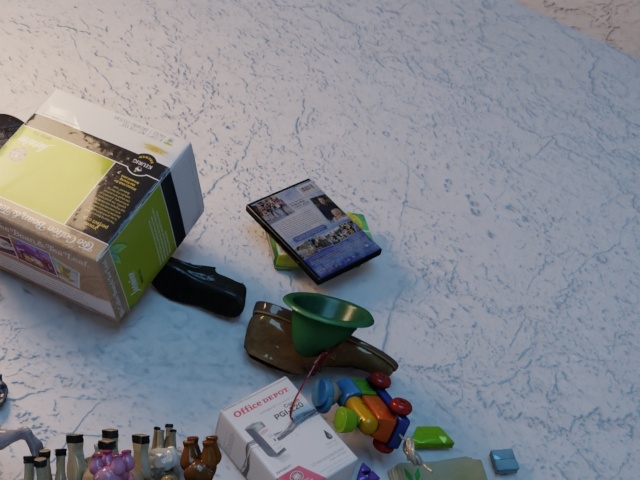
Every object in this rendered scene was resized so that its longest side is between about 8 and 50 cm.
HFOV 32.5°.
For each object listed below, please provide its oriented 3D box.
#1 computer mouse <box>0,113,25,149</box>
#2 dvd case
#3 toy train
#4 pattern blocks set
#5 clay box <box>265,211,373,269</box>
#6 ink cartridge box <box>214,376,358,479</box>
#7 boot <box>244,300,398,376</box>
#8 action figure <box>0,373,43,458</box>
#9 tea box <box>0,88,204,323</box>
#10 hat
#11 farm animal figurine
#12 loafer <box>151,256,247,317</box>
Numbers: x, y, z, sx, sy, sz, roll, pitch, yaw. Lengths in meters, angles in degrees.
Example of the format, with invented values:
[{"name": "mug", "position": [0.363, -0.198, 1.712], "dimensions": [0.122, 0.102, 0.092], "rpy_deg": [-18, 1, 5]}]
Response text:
[{"name": "computer mouse", "position": [-0.661, -0.148, 2.341], "dimensions": [0.188, 0.072, 0.272], "rpy_deg": [-9, 61, -26]}, {"name": "dvd case", "position": [-0.016, -0.023, 2.344], "dimensions": [0.180, 0.022, 0.253], "rpy_deg": [-25, 58, -33]}, {"name": "toy train", "position": [0.090, 0.330, 1.972], "dimensions": [0.143, 0.105, 0.248], "rpy_deg": [11, 21, -30]}, {"name": "pattern blocks set", "position": [0.223, 0.462, 1.997], "dimensions": [0.325, 0.026, 0.285], "rpy_deg": [6, 45, -9]}, {"name": "clay box", "position": [0.000, 0.000, 2.380], "dimensions": [0.222, 0.053, 0.127], "rpy_deg": [0, 46, -17]}, {"name": "ink cartridge box", "position": [-0.063, 0.370, 1.965], "dimensions": [0.158, 0.092, 0.218], "rpy_deg": [-24, 55, -34]}, {"name": "boot", "position": [-0.002, 0.225, 2.144], "dimensions": [0.305, 0.112, 0.115], "rpy_deg": [19, 69, 3]}, {"name": "action figure", "position": [-0.622, 0.292, 1.813], "dimensions": [0.330, 0.178, 0.341], "rpy_deg": [16, 37, 24]}, {"name": "tea box", "position": [-0.454, -0.070, 2.134], "dimensions": [0.329, 0.220, 0.323], "rpy_deg": [23, 57, 19]}, {"name": "hat", "position": [-0.014, 0.210, 2.060], "dimensions": [0.208, 0.183, 0.173], "rpy_deg": [2, 17, -47]}, {"name": "farm animal figurine", "position": [-0.329, 0.401, 1.740], "dimensions": [0.330, 0.327, 0.172], "rpy_deg": [0, 89, -25]}, {"name": "loafer", "position": [-0.247, 0.087, 2.218], "dimensions": [0.220, 0.080, 0.078], "rpy_deg": [25, 33, 6]}]
